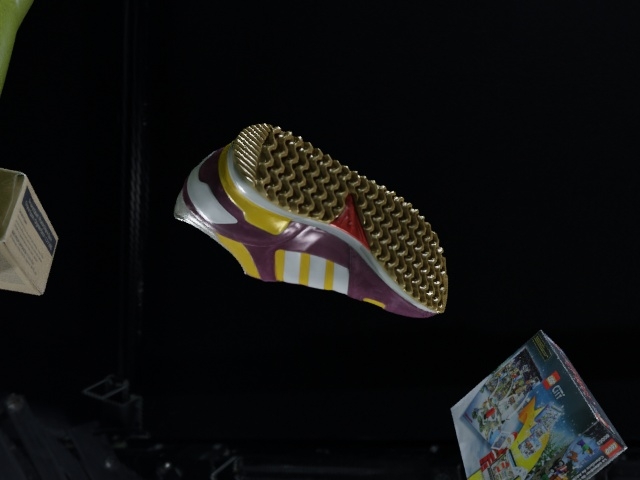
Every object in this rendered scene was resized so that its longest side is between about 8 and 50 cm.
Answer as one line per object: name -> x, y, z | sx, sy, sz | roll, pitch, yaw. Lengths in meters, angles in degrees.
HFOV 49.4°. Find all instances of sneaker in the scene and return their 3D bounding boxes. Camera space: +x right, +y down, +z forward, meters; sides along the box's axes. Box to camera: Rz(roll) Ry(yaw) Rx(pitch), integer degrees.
sneaker -> 0.000, 0.000, 0.435 | 0.185, 0.069, 0.084 | 34, -42, -28

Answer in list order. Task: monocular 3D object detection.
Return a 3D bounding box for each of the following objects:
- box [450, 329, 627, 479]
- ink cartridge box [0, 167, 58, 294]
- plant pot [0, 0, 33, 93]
box -> 0.232, 0.210, 0.789 | 0.044, 0.233, 0.159 | 44, -77, -7
ink cartridge box -> -0.446, -0.022, 0.804 | 0.235, 0.193, 0.088 | 11, -112, -6
plant pot -> -0.393, -0.123, 0.490 | 0.367, 0.366, 0.352 | 6, -118, 25
